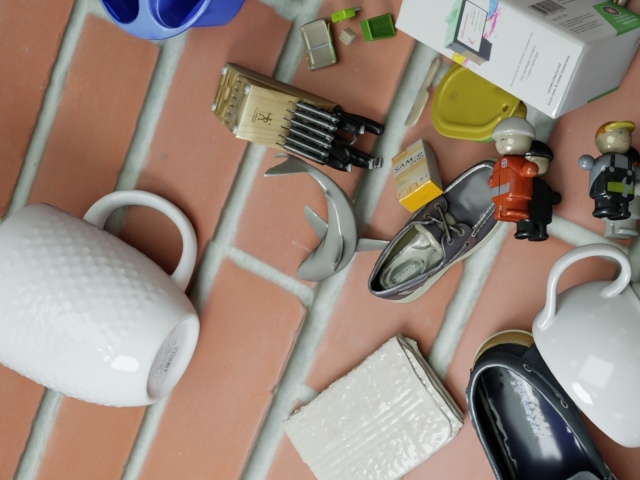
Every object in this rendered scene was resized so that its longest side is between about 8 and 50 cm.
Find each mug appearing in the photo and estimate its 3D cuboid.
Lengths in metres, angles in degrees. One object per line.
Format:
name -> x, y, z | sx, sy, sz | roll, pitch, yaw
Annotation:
mug -> -0.358, 0.085, 2.030 | 0.328, 0.276, 0.374 | 25, 74, 16

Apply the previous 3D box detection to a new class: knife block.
knife block -> -0.029, -0.190, 1.937 | 0.088, 0.242, 0.276 | -71, 22, 12

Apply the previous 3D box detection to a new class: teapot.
teapot -> 0.422, 0.139, 1.651 | 0.187, 0.256, 0.252 | -42, 68, 17

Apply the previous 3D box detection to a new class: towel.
towel -> 0.082, 0.293, 1.933 | 0.282, 0.049, 0.187 | -39, 76, 24

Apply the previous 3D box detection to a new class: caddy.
caddy -> -0.241, -0.492, 1.949 | 0.241, 0.179, 0.341 | 9, 99, 26

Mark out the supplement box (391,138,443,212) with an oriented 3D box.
supplement box -> 0.146, -0.099, 1.844 | 0.062, 0.036, 0.098 | -34, 39, 24

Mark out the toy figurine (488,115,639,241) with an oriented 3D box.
toy figurine -> 0.346, -0.088, 1.685 | 0.209, 0.213, 0.148 | -1, 78, 23

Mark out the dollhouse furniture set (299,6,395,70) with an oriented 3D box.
dollhouse furniture set -> 0.040, -0.323, 1.913 | 0.151, 0.058, 0.076 | -10, 98, 45

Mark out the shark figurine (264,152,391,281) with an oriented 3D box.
shark figurine -> 0.013, -0.016, 1.849 | 0.166, 0.116, 0.278 | 2, 135, 15

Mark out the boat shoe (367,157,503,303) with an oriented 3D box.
boat shoe -> 0.180, -0.008, 1.833 | 0.285, 0.092, 0.103 | -45, 75, 22

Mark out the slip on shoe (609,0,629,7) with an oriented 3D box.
slip on shoe -> 0.429, -0.390, 1.708 | 0.051, 0.041, 0.135 | 15, 98, 39

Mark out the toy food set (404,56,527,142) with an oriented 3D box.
toy food set -> 0.235, -0.202, 1.791 | 0.218, 0.071, 0.128 | 17, 86, 53

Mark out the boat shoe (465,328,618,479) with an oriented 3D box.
boat shoe -> 0.349, 0.369, 1.752 | 0.186, 0.156, 0.500 | -27, 84, 23

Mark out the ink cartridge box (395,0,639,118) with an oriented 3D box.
ink cartridge box -> 0.275, -0.301, 1.681 | 0.278, 0.201, 0.117 | 35, 126, 25
